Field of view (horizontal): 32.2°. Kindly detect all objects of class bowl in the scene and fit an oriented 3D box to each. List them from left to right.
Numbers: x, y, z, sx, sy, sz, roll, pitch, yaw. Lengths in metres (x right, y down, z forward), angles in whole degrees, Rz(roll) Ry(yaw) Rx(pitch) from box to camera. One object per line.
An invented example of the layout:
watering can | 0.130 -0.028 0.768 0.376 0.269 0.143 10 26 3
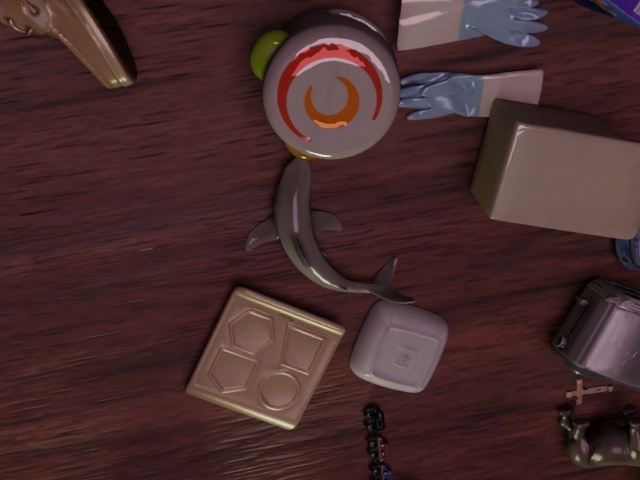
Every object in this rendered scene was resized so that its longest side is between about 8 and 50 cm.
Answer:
bowl | 0.130 0.177 1.765 0.142 0.053 0.142 17 106 -17

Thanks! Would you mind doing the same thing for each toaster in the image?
toaster | 0.496 0.159 1.784 0.227 0.129 0.146 20 102 -15

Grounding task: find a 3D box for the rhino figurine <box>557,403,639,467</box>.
rhino figurine | 0.520 0.332 1.840 0.243 0.073 0.106 -2 115 19

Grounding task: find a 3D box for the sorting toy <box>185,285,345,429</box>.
sorting toy | -0.087 0.185 1.741 0.193 0.038 0.208 22 108 -16

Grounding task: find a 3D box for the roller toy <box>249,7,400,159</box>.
roller toy | 0.016 -0.221 1.555 0.191 0.146 0.209 -17 114 7

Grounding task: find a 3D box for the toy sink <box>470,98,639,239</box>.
toy sink | 0.364 -0.109 1.660 0.234 0.131 0.153 7 113 -11

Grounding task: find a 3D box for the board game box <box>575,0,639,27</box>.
board game box | 0.288 -0.423 1.486 0.347 0.233 0.078 30 102 -18

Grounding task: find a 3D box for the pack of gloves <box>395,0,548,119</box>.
pack of gloves | 0.218 -0.273 1.638 0.232 0.046 0.195 -2 124 -10

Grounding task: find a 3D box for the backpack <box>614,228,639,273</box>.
backpack | 0.560 -0.008 1.744 0.173 0.117 0.158 -3 109 -6

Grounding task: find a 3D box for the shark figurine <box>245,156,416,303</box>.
shark figurine | 0.002 0.027 1.660 0.166 0.116 0.278 -40 109 7

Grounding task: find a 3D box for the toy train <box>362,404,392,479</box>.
toy train | 0.096 0.343 1.832 0.036 0.027 0.158 -13 111 -17

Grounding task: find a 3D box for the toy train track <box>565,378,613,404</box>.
toy train track | 0.456 0.256 1.871 0.083 0.014 0.048 -7 110 -8

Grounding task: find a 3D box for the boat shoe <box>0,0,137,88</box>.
boat shoe | -0.377 -0.329 1.470 0.110 0.122 0.341 -36 101 8
